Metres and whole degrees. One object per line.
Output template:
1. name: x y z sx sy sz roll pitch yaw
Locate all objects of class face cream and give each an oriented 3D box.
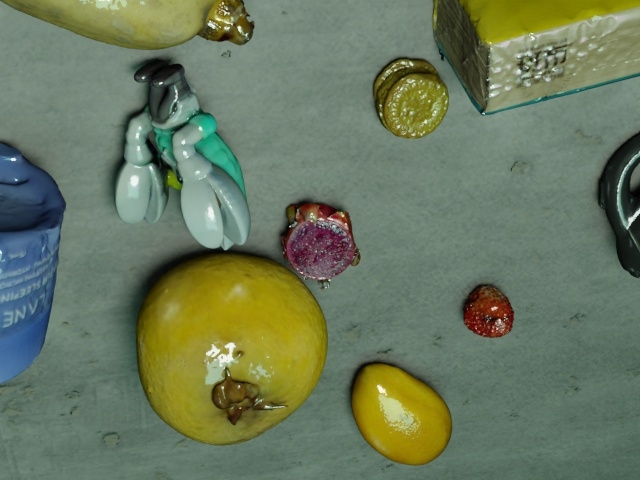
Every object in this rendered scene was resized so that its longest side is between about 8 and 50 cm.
1. face cream: -0.445 0.023 1.214 0.249 0.249 0.225 5 123 -19

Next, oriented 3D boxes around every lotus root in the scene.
1. lotus root: -0.225 -0.302 1.098 0.343 0.151 0.169 16 116 -30

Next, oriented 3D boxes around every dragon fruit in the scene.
1. dragon fruit: 0.001 -0.005 1.437 0.112 0.068 0.126 -33 118 19

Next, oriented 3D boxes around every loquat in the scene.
1. loquat: -0.129 0.150 1.393 0.275 0.274 0.274 -8 128 -10

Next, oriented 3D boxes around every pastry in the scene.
1. pastry: 0.121 -0.188 1.336 0.097 0.057 0.109 -21 130 -2

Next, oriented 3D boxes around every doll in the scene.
1. doll: -0.188 -0.091 1.287 0.153 0.195 0.258 -39 105 -28

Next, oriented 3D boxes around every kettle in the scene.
1. kettle: 0.567 -0.059 1.495 0.290 0.207 0.268 -27 100 16

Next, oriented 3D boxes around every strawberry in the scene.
1. strawberry: 0.269 0.117 1.585 0.083 0.096 0.083 -3 116 -6

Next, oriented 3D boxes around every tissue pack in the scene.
1. tissue pack: 0.291 -0.279 1.228 0.271 0.192 0.134 -15 137 -6

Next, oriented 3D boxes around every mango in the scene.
1. mango: 0.129 0.285 1.667 0.145 0.112 0.219 -34 116 11
